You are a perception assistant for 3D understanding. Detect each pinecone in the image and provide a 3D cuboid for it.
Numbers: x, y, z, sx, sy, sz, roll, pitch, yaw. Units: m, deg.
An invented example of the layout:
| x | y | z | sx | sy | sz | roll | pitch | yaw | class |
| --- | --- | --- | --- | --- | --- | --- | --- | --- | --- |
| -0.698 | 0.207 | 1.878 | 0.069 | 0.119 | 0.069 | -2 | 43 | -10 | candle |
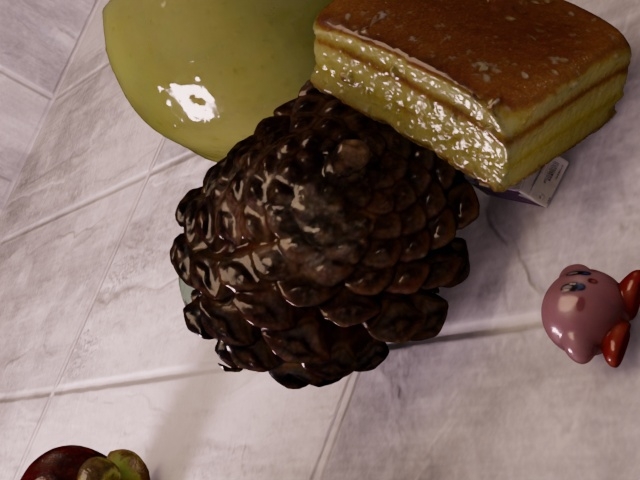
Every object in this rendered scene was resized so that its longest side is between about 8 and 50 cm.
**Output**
| x | y | z | sx | sy | sz | roll | pitch | yaw | class |
| --- | --- | --- | --- | --- | --- | --- | --- | --- | --- |
| 0.003 | 0.004 | 1.424 | 0.296 | 0.242 | 0.298 | -32 | 35 | 50 | pinecone |

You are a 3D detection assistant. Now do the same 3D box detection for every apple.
| x | y | z | sx | sy | sz | roll | pitch | yaw | class |
| --- | --- | --- | --- | --- | --- | --- | --- | --- | --- |
| -0.032 | -0.228 | 1.662 | 0.360 | 0.311 | 0.320 | -11 | 35 | 29 | apple |

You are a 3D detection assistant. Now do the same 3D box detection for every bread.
| x | y | z | sx | sy | sz | roll | pitch | yaw | class |
| --- | --- | --- | --- | --- | --- | --- | --- | --- | --- |
| 0.131 | -0.161 | 1.320 | 0.184 | 0.234 | 0.110 | -32 | -40 | -36 | bread |

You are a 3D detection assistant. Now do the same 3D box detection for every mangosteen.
| x | y | z | sx | sy | sz | roll | pitch | yaw | class |
| --- | --- | --- | --- | --- | --- | --- | --- | --- | --- |
| -0.285 | 0.311 | 1.814 | 0.181 | 0.146 | 0.156 | -31 | 34 | 51 | mangosteen |

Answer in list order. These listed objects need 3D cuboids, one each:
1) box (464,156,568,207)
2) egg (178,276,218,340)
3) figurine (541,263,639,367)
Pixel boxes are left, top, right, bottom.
| x | y | z | sx | sy | sz | roll | pitch | yaw | class |
| --- | --- | --- | --- | --- | --- | --- | --- | --- | --- |
| 0.179 | -0.065 | 1.399 | 0.050 | 0.036 | 0.117 | -64 | 22 | -4 | box |
| -0.067 | 0.018 | 1.650 | 0.169 | 0.169 | 0.236 | -45 | 11 | 35 | egg |
| 0.204 | 0.058 | 1.155 | 0.067 | 0.071 | 0.083 | 78 | -150 | -53 | figurine |
